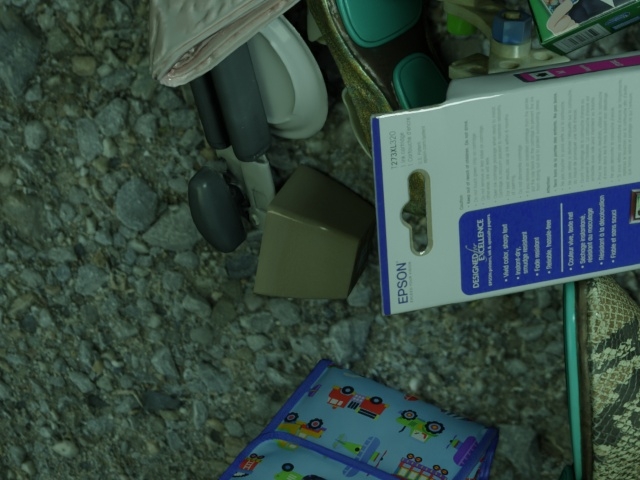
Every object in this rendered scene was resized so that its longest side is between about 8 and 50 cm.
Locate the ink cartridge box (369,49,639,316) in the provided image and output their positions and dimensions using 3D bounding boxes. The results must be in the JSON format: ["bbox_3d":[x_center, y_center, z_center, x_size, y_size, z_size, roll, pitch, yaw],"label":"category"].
[{"bbox_3d":[0.215,-0.057,1.127,0.069,0.371,0.175,-128,30,-62],"label":"ink cartridge box"}]

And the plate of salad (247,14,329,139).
[{"bbox_3d":[-0.065,-0.188,1.391,0.200,0.048,0.200,32,149,22],"label":"plate of salad"}]

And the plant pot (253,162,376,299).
[{"bbox_3d":[0.000,0.000,1.425,0.096,0.109,0.109,17,122,11],"label":"plant pot"}]

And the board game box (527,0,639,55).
[{"bbox_3d":[0.273,-0.291,0.960,0.317,0.046,0.213,-22,74,26],"label":"board game box"}]

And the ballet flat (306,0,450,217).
[{"bbox_3d":[0.051,-0.177,1.300,0.123,0.123,0.348,-17,103,37],"label":"ballet flat"}]

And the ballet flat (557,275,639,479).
[{"bbox_3d":[0.299,0.226,1.327,0.182,0.164,0.482,6,124,7],"label":"ballet flat"}]

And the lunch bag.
[{"bbox_3d":[0.019,0.277,1.421,0.221,0.293,0.138,20,122,23],"label":"lunch bag"}]

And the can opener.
[{"bbox_3d":[-0.101,-0.100,1.404,0.076,0.095,0.283,25,147,32],"label":"can opener"}]

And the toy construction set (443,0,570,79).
[{"bbox_3d":[0.158,-0.278,1.164,0.215,0.151,0.327,16,110,26],"label":"toy construction set"}]

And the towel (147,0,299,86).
[{"bbox_3d":[-0.039,-0.334,1.193,0.317,0.053,0.331,-25,54,38],"label":"towel"}]
